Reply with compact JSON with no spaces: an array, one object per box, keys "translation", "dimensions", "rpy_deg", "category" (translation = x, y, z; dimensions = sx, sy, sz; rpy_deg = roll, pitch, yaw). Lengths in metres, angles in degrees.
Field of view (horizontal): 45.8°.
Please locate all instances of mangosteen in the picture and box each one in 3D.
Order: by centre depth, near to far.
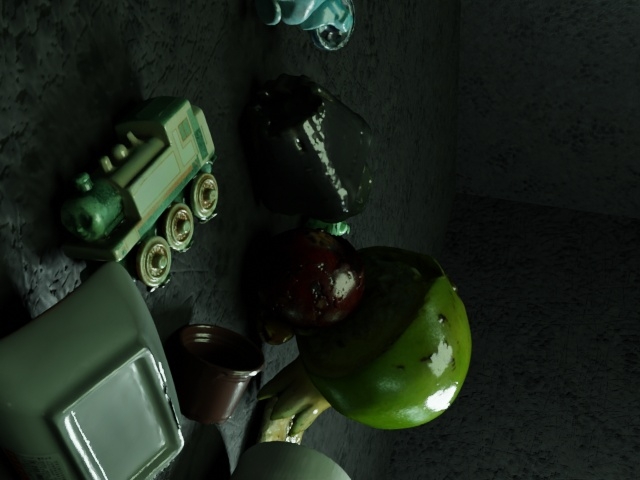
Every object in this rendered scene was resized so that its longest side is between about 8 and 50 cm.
[{"translation":[-0.025,0.068,1.115],"dimensions":[0.180,0.166,0.166],"rpy_deg":[-58,178,32],"category":"mangosteen"}]

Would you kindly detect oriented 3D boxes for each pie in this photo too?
[{"translation":[-0.080,0.363,1.275],"dimensions":[0.185,0.052,0.218],"rpy_deg":[-13,110,-68],"category":"pie"}]

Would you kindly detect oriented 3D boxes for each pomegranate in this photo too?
[{"translation":[0.083,0.188,1.200],"dimensions":[0.216,0.358,0.310],"rpy_deg":[43,9,-30],"category":"pomegranate"}]

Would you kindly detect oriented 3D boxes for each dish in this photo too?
[{"translation":[-0.181,0.141,0.626],"dimensions":[0.151,0.077,0.213],"rpy_deg":[-39,143,-31],"category":"dish"}]

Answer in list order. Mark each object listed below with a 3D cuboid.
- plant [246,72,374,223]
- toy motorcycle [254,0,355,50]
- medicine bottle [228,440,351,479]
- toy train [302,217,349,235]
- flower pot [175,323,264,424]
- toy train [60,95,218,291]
[{"translation":[-0.013,-0.119,1.062],"dimensions":[0.256,0.141,0.165],"rpy_deg":[55,45,-53],"category":"plant"},{"translation":[-0.007,-0.381,0.941],"dimensions":[0.206,0.154,0.260],"rpy_deg":[2,102,-51],"category":"toy motorcycle"},{"translation":[-0.091,0.464,0.990],"dimensions":[0.371,0.210,0.211],"rpy_deg":[-59,154,-52],"category":"medicine bottle"},{"translation":[0.000,0.000,1.305],"dimensions":[0.099,0.081,0.149],"rpy_deg":[63,34,-65],"category":"toy train"},{"translation":[-0.131,0.164,0.902],"dimensions":[0.089,0.111,0.111],"rpy_deg":[-68,168,15],"category":"flower pot"},{"translation":[-0.163,-0.042,0.689],"dimensions":[0.194,0.080,0.125],"rpy_deg":[-60,144,-46],"category":"toy train"}]
